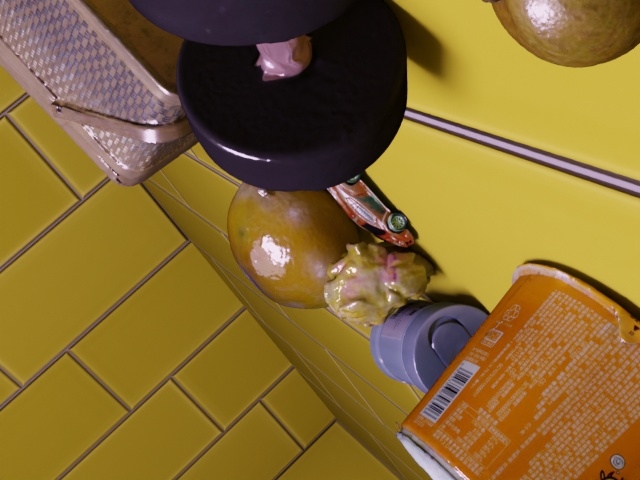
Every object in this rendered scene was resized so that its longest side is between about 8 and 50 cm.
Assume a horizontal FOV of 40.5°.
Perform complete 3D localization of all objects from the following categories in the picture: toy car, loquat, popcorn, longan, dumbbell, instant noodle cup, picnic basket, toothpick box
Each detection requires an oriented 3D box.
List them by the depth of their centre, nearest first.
[{"bbox_3d":[0.096,-0.103,0.350,0.075,0.083,0.075,175,90,-89],"label":"longan"},{"bbox_3d":[-0.027,-0.137,0.501,0.152,0.152,0.218,43,168,22],"label":"dumbbell"},{"bbox_3d":[0.176,0.150,0.676,0.216,0.172,0.216,46,170,11],"label":"instant noodle cup"},{"bbox_3d":[-0.163,-0.192,0.699,0.266,0.165,0.139,47,142,0],"label":"picnic basket"},{"bbox_3d":[0.045,-0.034,0.879,0.122,0.035,0.059,48,167,-5],"label":"toy car"},{"bbox_3d":[0.058,0.046,0.910,0.089,0.109,0.097,48,161,16],"label":"popcorn"},{"bbox_3d":[0.121,0.114,0.934,0.101,0.101,0.153,49,170,-9],"label":"toothpick box"},{"bbox_3d":[-0.032,-0.003,1.010,0.152,0.152,0.195,30,151,56],"label":"loquat"}]
